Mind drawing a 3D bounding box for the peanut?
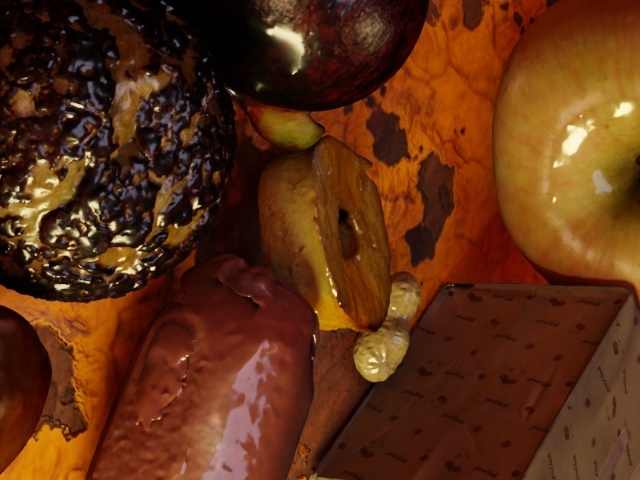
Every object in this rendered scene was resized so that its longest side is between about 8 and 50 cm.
[{"bbox_3d":[0.065,0.082,1.359,0.054,0.054,0.113,32,71,-45],"label":"peanut"}]

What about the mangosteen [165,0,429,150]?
[{"bbox_3d":[-0.036,-0.183,1.125,0.228,0.228,0.265,11,115,-49],"label":"mangosteen"}]

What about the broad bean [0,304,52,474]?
[{"bbox_3d":[-0.266,0.131,0.897,0.122,0.156,0.228,60,44,-26],"label":"broad bean"}]

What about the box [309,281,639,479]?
[{"bbox_3d":[0.178,0.201,1.362,0.297,0.225,0.190,-50,127,-37],"label":"box"}]

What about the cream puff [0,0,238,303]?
[{"bbox_3d":[-0.164,-0.070,0.989,0.239,0.165,0.239,-7,100,-41],"label":"cream puff"}]

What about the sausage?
[{"bbox_3d":[-0.093,0.149,1.104,0.152,0.152,0.279,37,63,-44],"label":"sausage"}]

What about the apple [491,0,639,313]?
[{"bbox_3d":[0.369,-0.098,1.465,0.346,0.392,0.391,-25,111,-61],"label":"apple"}]

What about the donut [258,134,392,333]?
[{"bbox_3d":[-0.001,-0.001,1.228,0.190,0.075,0.174,2,81,-70],"label":"donut"}]
